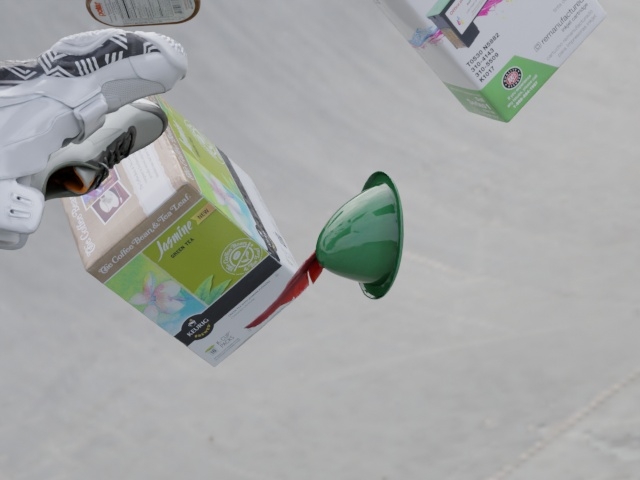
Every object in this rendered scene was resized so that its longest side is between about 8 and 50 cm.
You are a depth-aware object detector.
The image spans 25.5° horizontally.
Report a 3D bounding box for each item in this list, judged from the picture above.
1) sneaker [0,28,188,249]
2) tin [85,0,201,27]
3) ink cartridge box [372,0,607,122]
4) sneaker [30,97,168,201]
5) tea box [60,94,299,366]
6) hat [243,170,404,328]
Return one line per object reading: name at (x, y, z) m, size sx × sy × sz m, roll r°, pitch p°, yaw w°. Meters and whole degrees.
sneaker at (-0.310, -0.108, 1.590) m, size 0.366 × 0.210 × 0.137 m, roll -13°, pitch -5°, yaw -21°
tin at (-0.286, -0.390, 2.286) m, size 0.189 × 0.106 × 0.040 m, roll -3°, pitch 57°, yaw 5°
ink cartridge box at (0.199, -0.321, 1.807) m, size 0.201 × 0.278 × 0.117 m, roll -47°, pitch 26°, yaw -5°
sneaker at (-0.306, -0.111, 1.880) m, size 0.108 × 0.100 × 0.271 m, roll 41°, pitch 45°, yaw 24°
tea box at (-0.238, -0.031, 2.306) m, size 0.220 × 0.323 × 0.329 m, roll -41°, pitch 41°, yaw 9°
hat at (0.000, 0.000, 1.955) m, size 0.183 × 0.208 × 0.173 m, roll 3°, pitch -23°, yaw -20°
